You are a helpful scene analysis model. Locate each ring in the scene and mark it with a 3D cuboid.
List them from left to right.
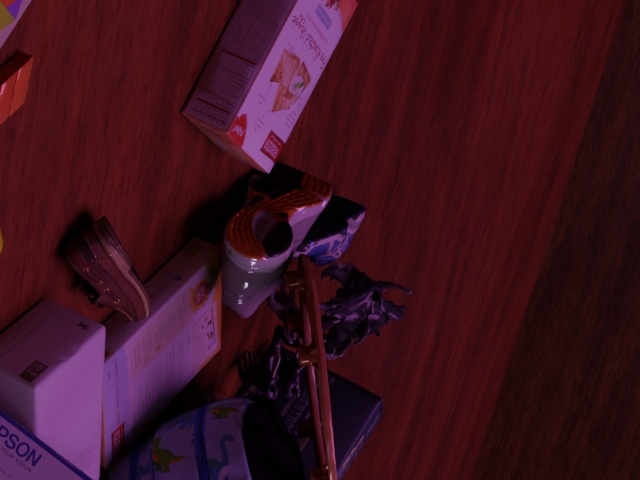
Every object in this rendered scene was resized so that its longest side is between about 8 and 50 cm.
[{"bbox_3d":[-0.013,0.183,1.933,0.336,0.032,0.336,175,-90,-86],"label":"ring"}]

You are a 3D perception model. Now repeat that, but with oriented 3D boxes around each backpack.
[{"bbox_3d":[-0.121,0.325,1.986,0.355,0.273,0.290,137,-56,-77],"label":"backpack"}]

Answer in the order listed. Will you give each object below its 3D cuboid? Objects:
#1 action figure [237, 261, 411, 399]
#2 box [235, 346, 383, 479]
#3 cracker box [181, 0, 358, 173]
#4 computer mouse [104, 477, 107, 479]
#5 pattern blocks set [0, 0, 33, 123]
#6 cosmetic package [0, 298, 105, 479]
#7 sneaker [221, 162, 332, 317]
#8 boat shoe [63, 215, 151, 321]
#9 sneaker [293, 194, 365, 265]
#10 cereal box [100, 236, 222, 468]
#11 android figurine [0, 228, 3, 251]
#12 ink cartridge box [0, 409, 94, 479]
[{"bbox_3d":[-0.001,0.100,2.172,0.164,0.141,0.276,-1,147,-46],"label":"action figure"},{"bbox_3d":[-0.047,0.279,2.266,0.232,0.183,0.059,-54,160,-25],"label":"box"},{"bbox_3d":[-0.053,-0.207,1.834,0.232,0.067,0.156,-62,160,-5],"label":"cracker box"},{"bbox_3d":[-0.295,0.377,1.969,0.193,0.042,0.106,-53,163,-45],"label":"computer mouse"},{"bbox_3d":[-0.299,-0.165,1.314,0.324,0.026,0.285,-65,160,3],"label":"pattern blocks set"},{"bbox_3d":[-0.289,0.186,1.685,0.117,0.085,0.231,-44,150,-46],"label":"cosmetic package"},{"bbox_3d":[-0.066,-0.002,1.982,0.262,0.099,0.121,-53,165,-59],"label":"sneaker"},{"bbox_3d":[-0.225,0.038,1.717,0.060,0.064,0.178,-29,151,-7],"label":"boat shoe"},{"bbox_3d":[0.000,0.000,2.202,0.211,0.080,0.081,-22,133,-62],"label":"sneaker"},{"bbox_3d":[-0.198,0.129,1.899,0.240,0.047,0.173,-45,151,-42],"label":"cereal box"},{"bbox_3d":[-0.361,0.052,1.347,0.248,0.056,0.273,-46,156,-29],"label":"android figurine"},{"bbox_3d":[-0.298,0.385,1.578,0.330,0.324,0.071,-55,-170,-25],"label":"ink cartridge box"}]
